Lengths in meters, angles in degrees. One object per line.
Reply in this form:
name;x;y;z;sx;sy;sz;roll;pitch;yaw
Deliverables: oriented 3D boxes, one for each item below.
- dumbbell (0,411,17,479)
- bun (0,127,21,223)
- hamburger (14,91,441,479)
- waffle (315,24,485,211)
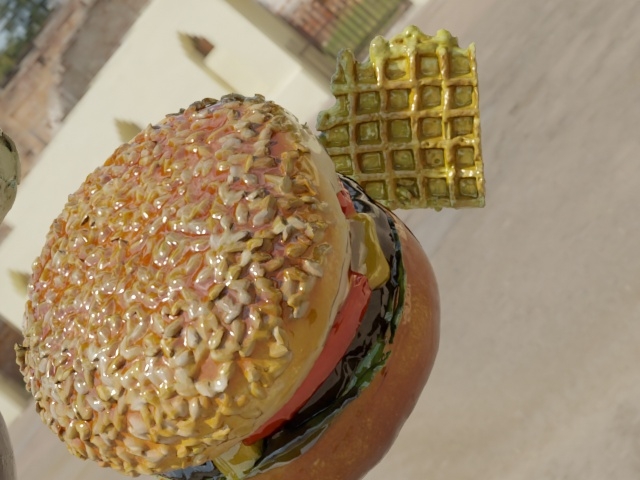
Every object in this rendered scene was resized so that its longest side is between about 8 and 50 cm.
dumbbell;-0.482;0.282;1.514;0.225;0.124;0.140;-13;-2;-4
bun;-0.407;-0.100;1.310;0.141;0.239;0.239;-39;9;10
hamburger;-0.078;0.055;1.046;0.330;0.250;0.330;-24;43;25
waffle;0.087;-0.144;1.546;0.219;0.229;0.057;-5;11;8
